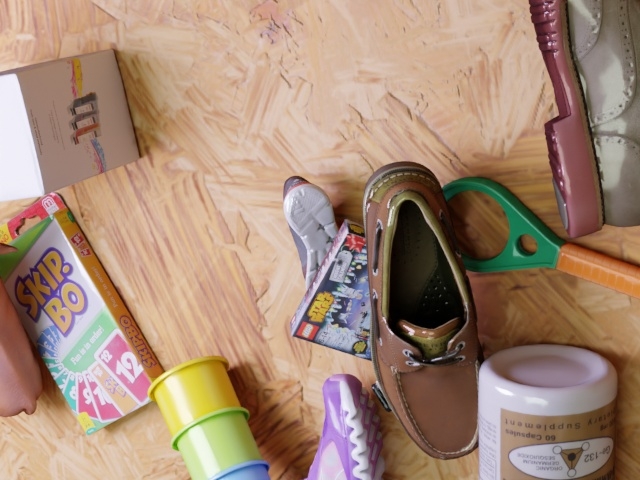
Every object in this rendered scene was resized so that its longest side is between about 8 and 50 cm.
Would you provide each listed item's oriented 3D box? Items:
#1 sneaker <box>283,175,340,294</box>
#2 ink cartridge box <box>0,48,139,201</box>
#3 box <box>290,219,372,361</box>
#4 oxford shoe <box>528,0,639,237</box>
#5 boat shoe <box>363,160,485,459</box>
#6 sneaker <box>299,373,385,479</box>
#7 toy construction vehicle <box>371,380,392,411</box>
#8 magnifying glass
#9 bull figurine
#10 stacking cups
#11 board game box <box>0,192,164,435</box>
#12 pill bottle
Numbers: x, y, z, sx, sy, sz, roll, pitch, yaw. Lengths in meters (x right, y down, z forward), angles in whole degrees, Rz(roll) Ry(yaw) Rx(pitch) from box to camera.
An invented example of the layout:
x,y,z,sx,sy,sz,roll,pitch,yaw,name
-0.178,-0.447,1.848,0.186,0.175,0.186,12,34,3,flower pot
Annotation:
x,y,z,sx,sy,sz,roll,pitch,yaw,name
0.000,0.000,1.651,0.061,0.065,0.158,-18,119,-6,sneaker
-0.298,-0.118,1.694,0.128,0.176,0.127,-7,100,29,ink cartridge box
0.039,0.052,1.627,0.094,0.027,0.137,18,120,-16,box
0.256,-0.182,1.433,0.130,0.123,0.348,-7,103,3,oxford shoe
0.096,0.083,1.549,0.110,0.104,0.307,-15,107,2,boat shoe
0.015,0.254,1.682,0.104,0.095,0.236,-4,105,14,sneaker
0.104,0.146,1.651,0.086,0.035,0.098,-34,91,21,toy construction vehicle
0.208,0.006,1.553,0.231,0.026,0.092,21,116,23,magnifying glass
-0.398,0.067,1.800,0.188,0.101,0.310,28,141,39,bull figurine
-0.084,0.280,1.692,0.096,0.096,0.316,-38,65,32,stacking cups
-0.280,0.083,1.834,0.124,0.039,0.259,-30,88,32,board game box
0.216,0.226,1.554,0.131,0.131,0.229,7,110,26,pill bottle
